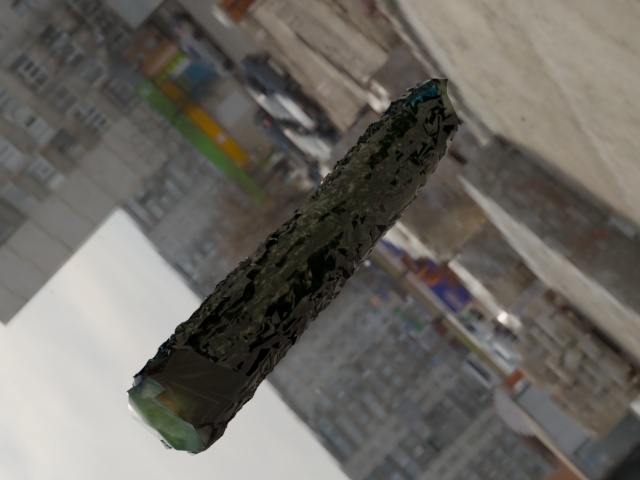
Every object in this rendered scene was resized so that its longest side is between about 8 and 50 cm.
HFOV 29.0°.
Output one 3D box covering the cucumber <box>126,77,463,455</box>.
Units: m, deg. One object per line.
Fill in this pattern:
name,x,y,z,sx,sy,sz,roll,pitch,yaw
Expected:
cucumber,0.001,0.000,0.563,0.043,0.257,0.044,36,140,5
